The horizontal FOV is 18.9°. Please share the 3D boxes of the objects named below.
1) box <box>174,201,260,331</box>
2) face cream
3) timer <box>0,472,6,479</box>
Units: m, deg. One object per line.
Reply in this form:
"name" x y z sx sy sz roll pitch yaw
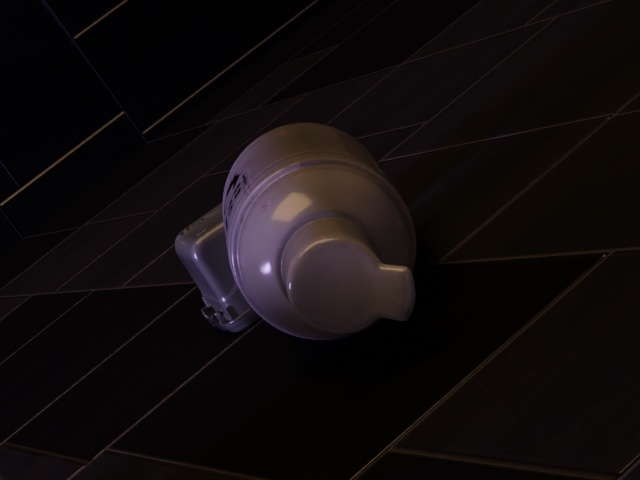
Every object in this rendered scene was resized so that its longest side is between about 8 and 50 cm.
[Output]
"box" -0.052 -0.003 1.767 0.172 0.093 0.124 -38 12 -11
"face cream" 0.000 0.000 1.470 0.145 0.145 0.369 -35 10 2
"timer" -0.312 0.236 1.288 0.194 0.192 0.195 -44 14 -35
